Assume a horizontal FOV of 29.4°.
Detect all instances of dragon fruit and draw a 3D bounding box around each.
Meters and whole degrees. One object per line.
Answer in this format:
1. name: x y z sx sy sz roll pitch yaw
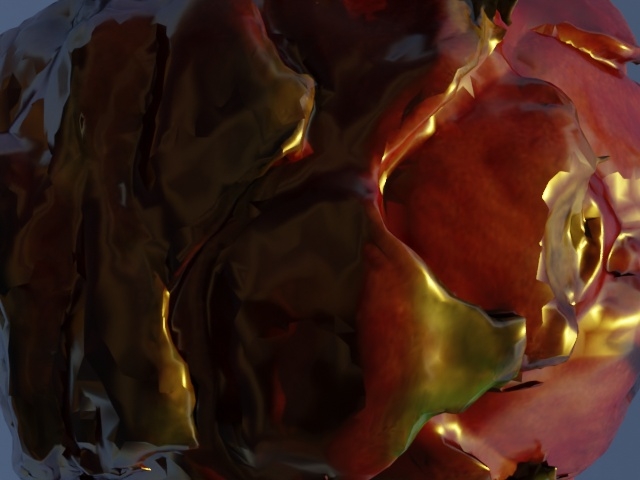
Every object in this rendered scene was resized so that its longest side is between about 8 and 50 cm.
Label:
1. dragon fruit: 0.000 0.001 0.535 0.329 0.329 0.329 3 -77 16
